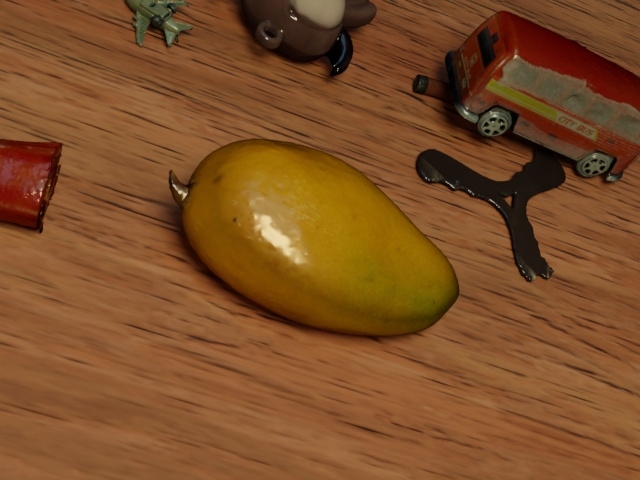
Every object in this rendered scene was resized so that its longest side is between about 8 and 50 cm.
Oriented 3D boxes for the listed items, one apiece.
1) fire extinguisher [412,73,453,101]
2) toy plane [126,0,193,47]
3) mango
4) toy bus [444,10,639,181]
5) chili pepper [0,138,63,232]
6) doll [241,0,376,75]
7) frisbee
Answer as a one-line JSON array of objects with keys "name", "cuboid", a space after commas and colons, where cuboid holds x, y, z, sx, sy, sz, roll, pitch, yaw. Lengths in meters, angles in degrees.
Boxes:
[{"name": "fire extinguisher", "cuboid": [0.154, -0.180, 1.175, 0.083, 0.022, 0.028, 14, 20, -17]}, {"name": "toy plane", "cuboid": [-0.182, -0.249, 1.061, 0.083, 0.033, 0.080, 38, 64, 5]}, {"name": "mango", "cuboid": [0.000, 0.000, 0.921, 0.317, 0.119, 0.176, 28, 46, -16]}, {"name": "toy bus", "cuboid": [0.285, -0.170, 1.150, 0.265, 0.120, 0.121, 20, 43, -23]}, {"name": "chili pepper", "cuboid": [-0.319, -0.070, 0.853, 0.169, 0.065, 0.088, 16, 51, -10]}, {"name": "doll", "cuboid": [-0.005, -0.304, 1.131, 0.182, 0.117, 0.257, 37, 47, -4]}, {"name": "frisbee", "cuboid": [0.215, -0.034, 1.108, 0.211, 0.012, 0.187, 3, 57, -24]}]
